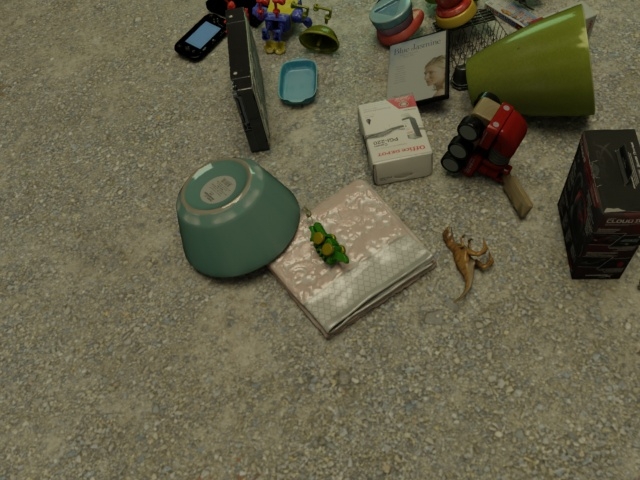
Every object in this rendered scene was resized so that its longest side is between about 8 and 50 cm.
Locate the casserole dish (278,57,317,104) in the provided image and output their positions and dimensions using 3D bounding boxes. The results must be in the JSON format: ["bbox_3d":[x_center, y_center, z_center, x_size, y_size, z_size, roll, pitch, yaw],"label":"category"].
[{"bbox_3d":[-0.065,-0.466,1.782,0.114,0.037,0.188,-3,56,7],"label":"casserole dish"}]

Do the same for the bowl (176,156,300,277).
[{"bbox_3d":[-0.221,-0.083,1.451,0.312,0.163,0.311,-10,49,12],"label":"bowl"}]

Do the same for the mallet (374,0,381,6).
[{"bbox_3d":[0.220,-0.806,1.963,0.063,0.039,0.189,12,64,19],"label":"mallet"}]

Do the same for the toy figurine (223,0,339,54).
[{"bbox_3d":[-0.099,-0.722,1.870,0.363,0.191,0.217,9,54,12],"label":"toy figurine"}]

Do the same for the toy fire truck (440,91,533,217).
[{"bbox_3d":[0.432,-0.196,1.442,0.246,0.217,0.158,32,66,9],"label":"toy fire truck"}]

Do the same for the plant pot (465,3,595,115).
[{"bbox_3d":[0.539,-0.436,1.564,0.294,0.274,0.274,-7,55,23],"label":"plant pot"}]

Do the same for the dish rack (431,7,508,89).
[{"bbox_3d":[0.449,-0.573,1.758,0.209,0.074,0.271,-14,55,-3],"label":"dish rack"}]

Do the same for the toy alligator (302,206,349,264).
[{"bbox_3d":[0.000,0.000,1.402,0.051,0.056,0.189,-53,57,22],"label":"toy alligator"}]

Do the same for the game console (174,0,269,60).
[{"bbox_3d":[-0.324,-0.714,1.976,0.213,0.044,0.361,26,65,23],"label":"game console"}]

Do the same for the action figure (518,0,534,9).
[{"bbox_3d":[0.615,-0.829,1.849,0.164,0.141,0.275,10,82,-26],"label":"action figure"}]

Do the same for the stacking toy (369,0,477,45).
[{"bbox_3d":[0.295,-0.740,1.796,0.309,0.130,0.279,-11,50,24],"label":"stacking toy"}]

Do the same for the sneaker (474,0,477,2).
[{"bbox_3d":[0.465,-0.793,1.908,0.082,0.069,0.209,27,51,-11],"label":"sneaker"}]

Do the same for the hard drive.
[{"bbox_3d":[-0.200,-0.447,1.670,0.064,0.236,0.338,-10,56,2],"label":"hard drive"}]

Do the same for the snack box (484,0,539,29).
[{"bbox_3d":[0.590,-0.696,1.843,0.064,0.022,0.178,-33,59,-14],"label":"snack box"}]

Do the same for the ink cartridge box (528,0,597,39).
[{"bbox_3d":[0.670,-0.577,1.691,0.175,0.127,0.072,-23,58,-7],"label":"ink cartridge box"}]

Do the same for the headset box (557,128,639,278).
[{"bbox_3d":[0.605,-0.080,1.282,0.110,0.293,0.217,-1,57,8],"label":"headset box"}]

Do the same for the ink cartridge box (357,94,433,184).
[{"bbox_3d":[0.194,-0.266,1.582,0.159,0.092,0.217,-11,58,1],"label":"ink cartridge box"}]

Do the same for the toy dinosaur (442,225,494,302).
[{"bbox_3d":[0.339,0.055,1.383,0.112,0.064,0.211,-23,46,15],"label":"toy dinosaur"}]

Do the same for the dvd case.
[{"bbox_3d":[0.278,-0.483,1.708,0.181,0.022,0.252,-8,58,27],"label":"dvd case"}]

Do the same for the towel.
[{"bbox_3d":[0.055,0.030,1.435,0.332,0.053,0.317,-33,59,-14],"label":"towel"}]

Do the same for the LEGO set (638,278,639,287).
[{"bbox_3d":[0.721,0.116,1.304,0.054,0.023,0.083,-14,70,2],"label":"LEGO set"}]
